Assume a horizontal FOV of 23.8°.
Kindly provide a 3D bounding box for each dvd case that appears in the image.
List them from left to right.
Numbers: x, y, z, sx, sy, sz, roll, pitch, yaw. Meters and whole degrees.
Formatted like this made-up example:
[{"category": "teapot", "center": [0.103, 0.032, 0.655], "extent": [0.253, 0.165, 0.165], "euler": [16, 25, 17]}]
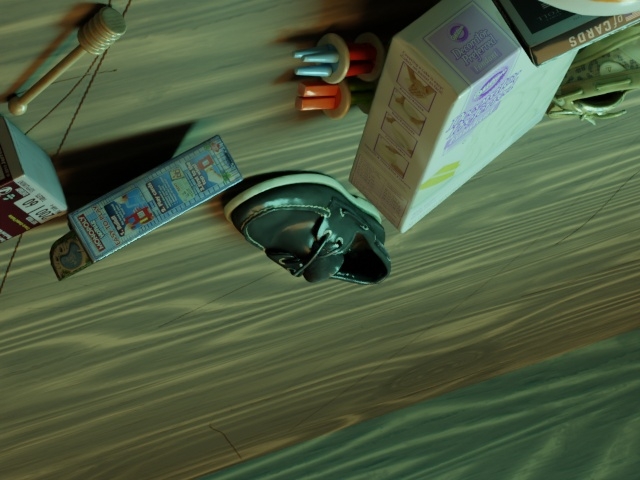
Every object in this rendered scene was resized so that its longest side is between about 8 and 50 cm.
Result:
[{"category": "dvd case", "center": [0.239, -0.260, 1.390], "extent": [0.179, 0.238, 0.029], "euler": [-24, 126, 4]}]

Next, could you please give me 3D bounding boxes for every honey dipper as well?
[{"category": "honey dipper", "center": [-0.237, -0.160, 1.393], "extent": [0.161, 0.030, 0.030], "euler": [-33, 159, 37]}]

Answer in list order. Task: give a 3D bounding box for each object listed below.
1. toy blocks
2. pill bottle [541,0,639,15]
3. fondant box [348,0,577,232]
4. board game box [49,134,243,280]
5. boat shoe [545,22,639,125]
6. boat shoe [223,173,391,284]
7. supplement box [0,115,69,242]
[{"category": "toy blocks", "center": [0.016, -0.173, 1.605], "extent": [0.148, 0.054, 0.123], "euler": [-8, 155, -38]}, {"category": "pill bottle", "center": [0.255, -0.360, 1.121], "extent": [0.224, 0.224, 0.392], "euler": [-16, 160, -20]}, {"category": "fondant box", "center": [0.165, -0.169, 1.619], "extent": [0.238, 0.096, 0.330], "euler": [-39, 166, -20]}, {"category": "board game box", "center": [-0.214, -0.025, 1.639], "extent": [0.194, 0.060, 0.194], "euler": [-25, -176, 46]}, {"category": "boat shoe", "center": [0.338, -0.190, 1.828], "extent": [0.105, 0.089, 0.285], "euler": [-15, 172, -16]}, {"category": "boat shoe", "center": [-0.003, 0.002, 1.959], "extent": [0.127, 0.113, 0.340], "euler": [-29, 160, 16]}, {"category": "supplement box", "center": [-0.387, -0.026, 1.506], "extent": [0.239, 0.073, 0.130], "euler": [-24, 162, 4]}]
